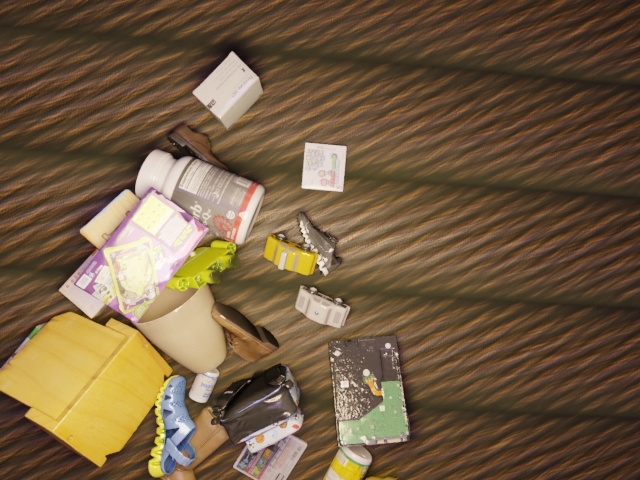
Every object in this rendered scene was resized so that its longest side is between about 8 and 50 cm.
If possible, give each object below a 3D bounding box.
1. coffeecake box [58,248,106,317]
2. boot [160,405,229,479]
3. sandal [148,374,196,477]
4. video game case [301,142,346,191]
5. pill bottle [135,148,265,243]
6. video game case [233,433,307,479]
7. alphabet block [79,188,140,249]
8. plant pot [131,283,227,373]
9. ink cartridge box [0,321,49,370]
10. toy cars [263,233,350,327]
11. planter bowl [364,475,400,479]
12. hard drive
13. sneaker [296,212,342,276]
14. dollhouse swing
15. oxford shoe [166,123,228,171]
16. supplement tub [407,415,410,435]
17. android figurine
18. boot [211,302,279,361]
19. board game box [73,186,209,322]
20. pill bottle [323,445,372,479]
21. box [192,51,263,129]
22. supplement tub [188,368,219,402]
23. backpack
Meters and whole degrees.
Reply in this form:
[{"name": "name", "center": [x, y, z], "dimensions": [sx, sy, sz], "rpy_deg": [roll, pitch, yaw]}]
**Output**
[{"name": "coffeecake box", "center": [-0.742, 0.140, 1.575], "dimensions": [0.142, 0.068, 0.185], "rpy_deg": [42, 90, -3]}, {"name": "boot", "center": [-0.402, 0.742, 1.604], "dimensions": [0.269, 0.089, 0.236], "rpy_deg": [-43, 94, -2]}, {"name": "sandal", "center": [-0.464, 0.605, 1.544], "dimensions": [0.138, 0.126, 0.317], "rpy_deg": [-2, 80, 16]}, {"name": "video game case", "center": [0.013, -0.251, 1.624], "dimensions": [0.143, 0.019, 0.157], "rpy_deg": [5, 92, -3]}, {"name": "pill bottle", "center": [-0.379, -0.144, 1.511], "dimensions": [0.363, 0.210, 0.210], "rpy_deg": [22, 91, -4]}, {"name": "video game case", "center": [-0.174, 0.748, 1.648], "dimensions": [0.183, 0.023, 0.201], "rpy_deg": [32, 91, -4]}, {"name": "alphabet block", "center": [-0.598, -0.012, 1.498], "dimensions": [0.197, 0.192, 0.193], "rpy_deg": [42, 74, -2]}, {"name": "plant pot", "center": [-0.422, 0.289, 1.523], "dimensions": [0.256, 0.256, 0.274], "rpy_deg": [-26, 112, -2]}, {"name": "ink cartridge box", "center": [-0.929, 0.401, 1.565], "dimensions": [0.153, 0.087, 0.208], "rpy_deg": [42, 89, -4]}, {"name": "toy cars", "center": [-0.057, 0.143, 1.567], "dimensions": [0.176, 0.087, 0.393], "rpy_deg": [-28, 97, 27]}, {"name": "planter bowl", "center": [0.176, 0.880, 1.612], "dimensions": [0.090, 0.217, 0.217], "rpy_deg": [27, 91, 32]}, {"name": "hard drive", "center": [0.156, 0.497, 1.573], "dimensions": [0.237, 0.064, 0.339], "rpy_deg": [-5, 67, -3]}, {"name": "sneaker", "center": [0.000, 0.000, 1.606], "dimensions": [0.106, 0.078, 0.234], "rpy_deg": [-27, 97, -4]}, {"name": "dollhouse swing", "center": [-0.741, 0.445, 1.488], "dimensions": [0.305, 0.347, 0.315], "rpy_deg": [4, 135, 31]}, {"name": "oxford shoe", "center": [-0.389, -0.304, 1.573], "dimensions": [0.227, 0.083, 0.096], "rpy_deg": [40, 70, -13]}, {"name": "supplement tub", "center": [0.201, 0.633, 1.615], "dimensions": [0.190, 0.117, 0.117], "rpy_deg": [-4, 92, -2]}, {"name": "android figurine", "center": [-0.387, 0.079, 1.510], "dimensions": [0.248, 0.273, 0.056], "rpy_deg": [-42, 123, -38]}, {"name": "boot", "center": [-0.263, 0.310, 1.527], "dimensions": [0.115, 0.112, 0.305], "rpy_deg": [-38, 132, 5]}, {"name": "board game box", "center": [-0.515, 0.042, 1.378], "dimensions": [0.208, 0.056, 0.347], "rpy_deg": [39, 82, -15]}, {"name": "pill bottle", "center": [0.081, 0.806, 1.614], "dimensions": [0.118, 0.117, 0.208], "rpy_deg": [28, 90, -3]}, {"name": "box", "center": [-0.291, -0.475, 1.519], "dimensions": [0.119, 0.182, 0.181], "rpy_deg": [43, 89, -3]}, {"name": "supplement tub", "center": [-0.395, 0.485, 1.603], "dimensions": [0.071, 0.071, 0.107], "rpy_deg": [23, 91, -3]}, {"name": "backpack", "center": [-0.173, 0.523, 1.521], "dimensions": [0.276, 0.263, 0.213], "rpy_deg": [-24, 100, 5]}]
